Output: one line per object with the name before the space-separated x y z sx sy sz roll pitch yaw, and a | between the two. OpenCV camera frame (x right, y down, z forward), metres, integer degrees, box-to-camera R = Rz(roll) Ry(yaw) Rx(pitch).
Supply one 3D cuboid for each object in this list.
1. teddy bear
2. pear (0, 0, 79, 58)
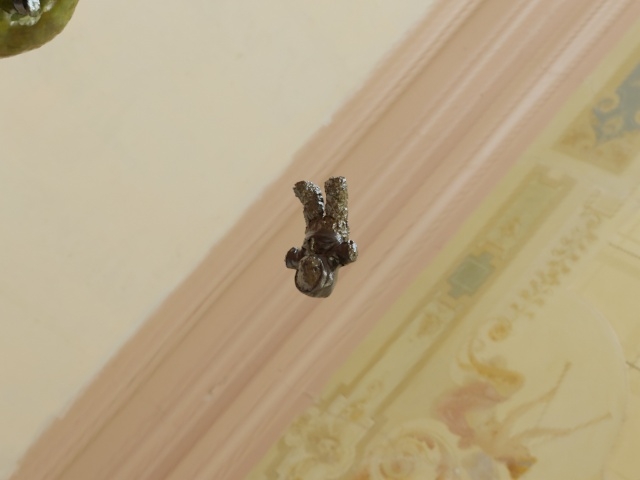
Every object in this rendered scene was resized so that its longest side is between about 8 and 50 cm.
teddy bear | 0.006 0.000 1.267 0.119 0.078 0.161 -4 -105 38
pear | -0.331 -0.274 0.790 0.287 0.287 0.375 -47 -120 -6
